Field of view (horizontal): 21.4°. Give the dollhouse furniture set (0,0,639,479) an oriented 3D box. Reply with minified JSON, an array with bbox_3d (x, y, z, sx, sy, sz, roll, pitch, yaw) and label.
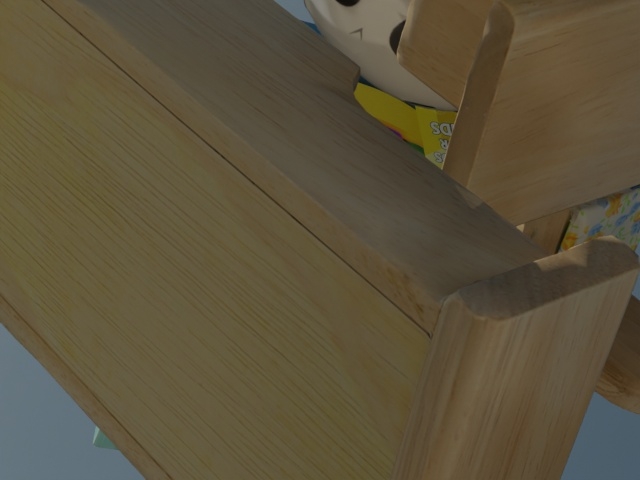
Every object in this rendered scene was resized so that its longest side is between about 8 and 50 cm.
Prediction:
[{"bbox_3d":[0.097,-0.029,0.678,0.256,0.394,0.362,42,-47,34],"label":"dollhouse furniture set"}]

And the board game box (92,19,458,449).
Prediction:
[{"bbox_3d":[0.000,0.000,1.123,0.254,0.336,0.079,12,-41,-12],"label":"board game box"}]

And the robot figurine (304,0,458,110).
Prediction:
[{"bbox_3d":[0.111,-0.204,0.977,0.173,0.278,0.209,44,-1,-41],"label":"robot figurine"}]
